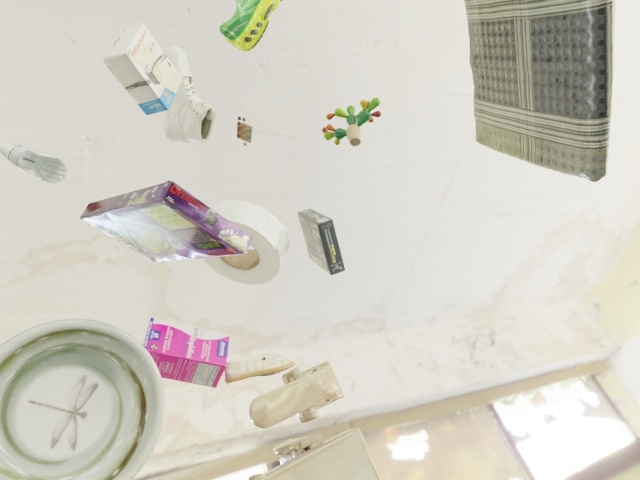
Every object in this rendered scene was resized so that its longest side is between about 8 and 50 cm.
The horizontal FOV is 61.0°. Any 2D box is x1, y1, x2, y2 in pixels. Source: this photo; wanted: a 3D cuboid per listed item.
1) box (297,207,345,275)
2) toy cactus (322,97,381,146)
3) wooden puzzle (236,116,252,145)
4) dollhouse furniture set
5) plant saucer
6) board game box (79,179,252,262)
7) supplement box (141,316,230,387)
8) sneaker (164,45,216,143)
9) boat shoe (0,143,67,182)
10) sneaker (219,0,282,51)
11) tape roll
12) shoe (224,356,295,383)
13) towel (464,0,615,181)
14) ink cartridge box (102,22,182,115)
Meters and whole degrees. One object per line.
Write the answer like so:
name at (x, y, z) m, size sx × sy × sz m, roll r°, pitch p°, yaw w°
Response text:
box at (0.000, 0.000, 1.836) m, size 0.059 × 0.233 × 0.183 m, roll -18°, pitch -73°, yaw -14°
toy cactus at (0.102, -0.357, 1.716) m, size 0.219 × 0.180 × 0.112 m, roll -22°, pitch -45°, yaw 18°
wooden puzzle at (-0.210, -0.301, 1.501) m, size 0.006 × 0.049 × 0.083 m, roll -39°, pitch -33°, yaw -47°
dollhouse furniture set at (-0.070, 0.398, 0.901) m, size 0.174 × 0.303 × 0.355 m, roll -16°, pitch -16°, yaw -32°
plant saucer at (-0.546, 0.370, 1.169) m, size 0.401 × 0.399 × 0.101 m, roll 0°, pitch -7°, yaw -34°
board game box at (-0.327, -0.026, 1.123) m, size 0.347 × 0.056 × 0.208 m, roll -5°, pitch -38°, yaw 43°
supplement box at (-0.366, 0.302, 1.454) m, size 0.220 × 0.111 × 0.113 m, roll 16°, pitch -51°, yaw -17°
sneaker at (-0.394, -0.443, 1.669) m, size 0.108 × 0.169 × 0.292 m, roll -29°, pitch -55°, yaw -55°
boat shoe at (-0.814, -0.230, 1.549) m, size 0.083 × 0.076 × 0.226 m, roll -58°, pitch -10°, yaw -8°
sneaker at (-0.165, -0.640, 1.407) m, size 0.295 × 0.124 × 0.109 m, roll -60°, pitch -5°, yaw -5°
tape roll at (-0.244, 0.010, 1.716) m, size 0.287 × 0.100 × 0.286 m, roll 11°, pitch -45°, yaw 11°
shoe at (-0.171, 0.356, 1.538) m, size 0.219 × 0.058 × 0.077 m, roll -4°, pitch -20°, yaw -34°
towel at (0.305, -0.265, 0.779) m, size 0.056 × 0.324 × 0.312 m, roll -15°, pitch -68°, yaw -8°
ink cartridge box at (-0.472, -0.456, 1.454) m, size 0.082 × 0.139 × 0.190 m, roll -5°, pitch -37°, yaw 21°
